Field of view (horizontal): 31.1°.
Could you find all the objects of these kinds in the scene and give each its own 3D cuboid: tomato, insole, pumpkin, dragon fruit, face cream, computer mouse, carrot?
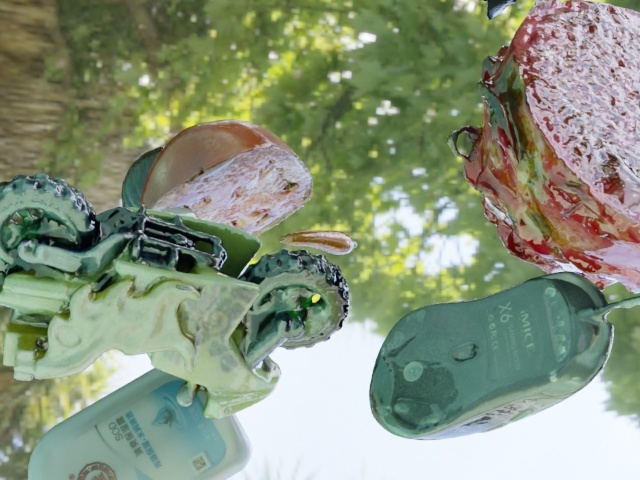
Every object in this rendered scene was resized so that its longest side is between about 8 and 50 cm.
[{"bbox_3d":[-0.188,-0.108,2.040,0.338,0.338,0.144,-49,-123,36],"label":"tomato"},{"bbox_3d":[0.189,-0.265,1.199,0.064,0.188,0.004,-38,-100,6],"label":"insole"},{"bbox_3d":[-0.272,-0.056,2.241,0.248,0.248,0.248,-1,-92,49],"label":"pumpkin"},{"bbox_3d":[0.336,-0.096,1.379,0.371,0.386,0.249,40,-43,0],"label":"dragon fruit"},{"bbox_3d":[-0.257,0.278,1.374,0.163,0.336,0.080,61,-9,1],"label":"face cream"},{"bbox_3d":[0.224,0.129,1.280,0.379,0.090,0.167,-21,-129,27],"label":"computer mouse"},{"bbox_3d":[0.000,0.000,1.637,0.035,0.142,0.035,-8,-101,46],"label":"carrot"}]

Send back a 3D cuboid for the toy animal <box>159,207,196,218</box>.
[{"bbox_3d":[-0.227,0.091,1.723,0.307,0.266,0.188,32,-72,33],"label":"toy animal"}]

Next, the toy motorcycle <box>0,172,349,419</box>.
[{"bbox_3d":[-0.182,0.069,1.266,0.169,0.410,0.237,-95,-155,-60],"label":"toy motorcycle"}]
